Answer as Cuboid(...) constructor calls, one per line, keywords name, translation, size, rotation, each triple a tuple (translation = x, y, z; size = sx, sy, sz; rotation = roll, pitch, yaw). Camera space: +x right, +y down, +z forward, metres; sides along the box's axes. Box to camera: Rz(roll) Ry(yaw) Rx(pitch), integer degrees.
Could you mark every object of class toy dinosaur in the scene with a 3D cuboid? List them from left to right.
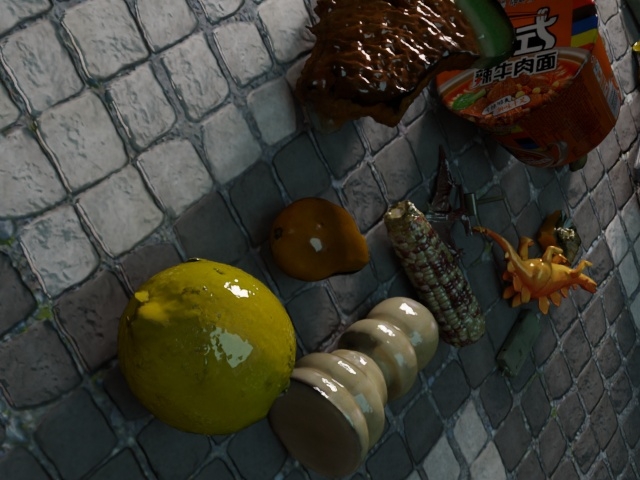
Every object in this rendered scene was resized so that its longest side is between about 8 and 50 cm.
Cuboid(name="toy dinosaur", translation=(0.189, -0.038, 1.203), size=(0.108, 0.032, 0.220), rotation=(-1, 85, -40))
Cuboid(name="toy dinosaur", translation=(0.350, 0.060, 1.318), size=(0.288, 0.070, 0.117), rotation=(18, 91, -29))

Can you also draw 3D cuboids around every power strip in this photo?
Cuboid(name="power strip", translation=(0.324, 0.173, 1.320), size=(0.136, 0.019, 0.051), rotation=(-52, 122, -32))

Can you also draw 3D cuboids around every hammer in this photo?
Cuboid(name="hammer", translation=(0.265, -0.063, 1.288), size=(0.110, 0.019, 0.035), rotation=(-12, 95, -48))

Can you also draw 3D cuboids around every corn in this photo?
Cuboid(name="corn", translation=(0.160, 0.050, 1.142), size=(0.079, 0.079, 0.237), rotation=(-48, 116, -34))

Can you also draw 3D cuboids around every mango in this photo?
Cuboid(name="mango", translation=(-0.004, 0.001, 0.991), size=(0.159, 0.084, 0.105), rotation=(12, 62, -62))

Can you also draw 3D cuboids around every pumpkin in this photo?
Cuboid(name="pumpkin", translation=(0.420, -0.004, 1.399), size=(0.083, 0.054, 0.074), rotation=(52, 50, -22))

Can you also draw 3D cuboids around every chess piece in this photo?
Cuboid(name="chess piece", translation=(0.060, 0.160, 1.009), size=(0.261, 0.143, 0.142), rotation=(-38, 112, -42))

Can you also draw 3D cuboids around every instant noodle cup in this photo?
Cuboid(name="instant noodle cup", translation=(0.329, -0.238, 1.216), size=(0.192, 0.250, 0.250), rotation=(35, 64, -44))

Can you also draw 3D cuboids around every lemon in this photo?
Cuboid(name="lemon", translation=(-0.117, 0.107, 0.814), size=(0.206, 0.173, 0.173), rotation=(40, 61, -46))

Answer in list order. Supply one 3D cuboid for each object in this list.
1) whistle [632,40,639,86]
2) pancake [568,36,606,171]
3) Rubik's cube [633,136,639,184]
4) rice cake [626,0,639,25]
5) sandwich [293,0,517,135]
Cuboid(name="whistle", translation=(0.690, -0.362, 1.684), size=(0.109, 0.046, 0.057), rotation=(62, 37, -27))
Cuboid(name="pancake", translation=(0.465, -0.237, 1.393), size=(0.222, 0.042, 0.236), rotation=(-50, 147, -70))
Cuboid(name="Rubik's cube", translation=(0.836, -0.178, 1.609), size=(0.305, 0.301, 0.303), rotation=(46, 57, -39))
Cuboid(name="rice cake", translation=(0.693, -0.462, 1.696), size=(0.206, 0.036, 0.047), rotation=(48, 53, -28))
Cuboid(name="sandwich", translation=(0.087, -0.247, 1.050), size=(0.250, 0.162, 0.301), rotation=(43, 73, 8))
